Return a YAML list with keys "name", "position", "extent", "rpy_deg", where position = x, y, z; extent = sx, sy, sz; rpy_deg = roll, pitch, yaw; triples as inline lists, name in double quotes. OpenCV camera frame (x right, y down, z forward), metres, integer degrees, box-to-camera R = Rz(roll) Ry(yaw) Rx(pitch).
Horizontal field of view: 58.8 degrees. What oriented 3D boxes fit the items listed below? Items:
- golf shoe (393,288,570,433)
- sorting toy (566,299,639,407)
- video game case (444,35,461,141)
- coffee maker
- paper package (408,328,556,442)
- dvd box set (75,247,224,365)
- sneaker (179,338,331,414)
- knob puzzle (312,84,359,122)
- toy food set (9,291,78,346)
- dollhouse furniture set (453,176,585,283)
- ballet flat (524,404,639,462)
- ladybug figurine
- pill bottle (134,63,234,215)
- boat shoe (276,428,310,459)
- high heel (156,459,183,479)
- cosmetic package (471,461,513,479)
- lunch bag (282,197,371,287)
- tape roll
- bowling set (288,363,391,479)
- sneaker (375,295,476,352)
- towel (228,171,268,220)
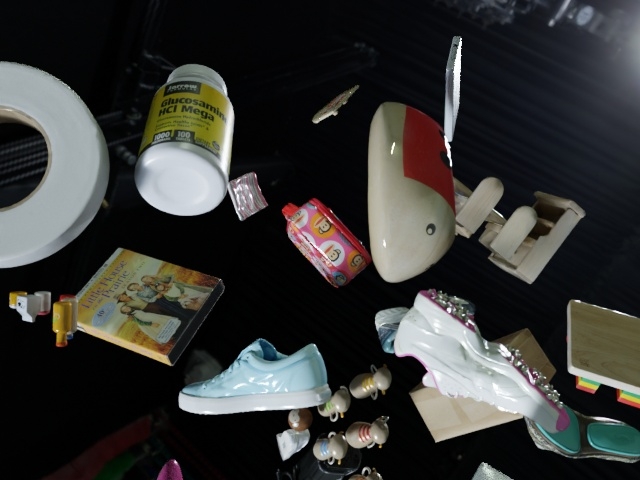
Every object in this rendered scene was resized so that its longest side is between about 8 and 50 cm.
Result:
- name: "golf shoe"
  position: [0.257, 0.218, 0.937]
  extent: [0.140, 0.306, 0.115]
  rpy_deg: [-53, -18, 11]
- name: "sorting toy"
  position: [0.761, 0.300, 1.464]
  extent: [0.255, 0.257, 0.089]
  rpy_deg: [-60, -18, -49]
- name: "video game case"
  position: [0.357, -0.409, 1.533]
  extent: [0.193, 0.023, 0.212]
  rpy_deg: [-69, -23, -44]
- name: "coffee maker"
  position: [-0.001, 0.592, 1.474]
  extent: [0.171, 0.120, 0.178]
  rpy_deg: [-9, -38, -31]
- name: "paper package"
  position: [0.481, 0.426, 1.686]
  extent: [0.309, 0.168, 0.325]
  rpy_deg: [-20, -12, -48]
- name: "dvd box set"
  position: [-0.559, 0.194, 1.796]
  extent: [0.308, 0.420, 0.062]
  rpy_deg: [-59, -27, -35]
- name: "sneaker"
  position: [-0.152, 0.295, 1.254]
  extent: [0.135, 0.365, 0.150]
  rpy_deg: [18, -116, -69]
- name: "knob puzzle"
  position: [0.044, -0.489, 2.111]
  extent: [0.213, 0.030, 0.213]
  rpy_deg: [-36, 19, 14]
- name: "toy food set"
  position: [-0.681, 0.191, 1.418]
  extent: [0.111, 0.232, 0.105]
  rpy_deg: [0, -86, -61]
- name: "dollhouse furniture set"
  position: [0.505, -0.099, 1.618]
  extent: [0.256, 0.394, 0.362]
  rpy_deg: [-54, 19, 3]
- name: "ballet flat"
  position: [0.799, 0.623, 1.815]
  extent: [0.182, 0.482, 0.164]
  rpy_deg: [133, 151, -53]
- name: "ladybug figurine"
  position: [0.186, -0.114, 1.166]
  extent: [0.305, 0.161, 0.449]
  rpy_deg: [78, -167, -47]
- name: "pill bottle"
  position: [-0.287, -0.233, 1.244]
  extent: [0.188, 0.187, 0.334]
  rpy_deg: [102, 168, -49]
- name: "boat shoe"
  position: [-0.067, 0.496, 1.407]
  extent: [0.063, 0.066, 0.184]
  rpy_deg: [-9, -30, -19]
- name: "high heel"
  position: [-0.331, 0.646, 1.331]
  extent: [0.082, 0.117, 0.244]
  rpy_deg: [24, -120, -47]
- name: "cosmetic package"
  position: [0.238, 0.454, 0.708]
  extent: [0.156, 0.217, 0.385]
  rpy_deg: [-48, -27, -29]
- name: "lunch bag"
  position: [0.000, 0.000, 1.500]
  extent: [0.120, 0.258, 0.293]
  rpy_deg: [-45, 0, -8]
- name: "tape roll"
  position: [-0.600, -0.142, 1.055]
  extent: [0.392, 0.392, 0.072]
  rpy_deg: [-49, -2, -13]
- name: "bowling set"
  position: [0.042, 0.407, 1.221]
  extent: [0.154, 0.199, 0.287]
  rpy_deg: [136, 140, -58]
- name: "sneaker"
  position: [0.285, 0.234, 1.521]
  extent: [0.283, 0.122, 0.110]
  rpy_deg: [-20, -34, 29]
- name: "towel"
  position: [-0.263, -0.163, 2.052]
  extent: [0.029, 0.144, 0.197]
  rpy_deg: [-16, 11, 25]
